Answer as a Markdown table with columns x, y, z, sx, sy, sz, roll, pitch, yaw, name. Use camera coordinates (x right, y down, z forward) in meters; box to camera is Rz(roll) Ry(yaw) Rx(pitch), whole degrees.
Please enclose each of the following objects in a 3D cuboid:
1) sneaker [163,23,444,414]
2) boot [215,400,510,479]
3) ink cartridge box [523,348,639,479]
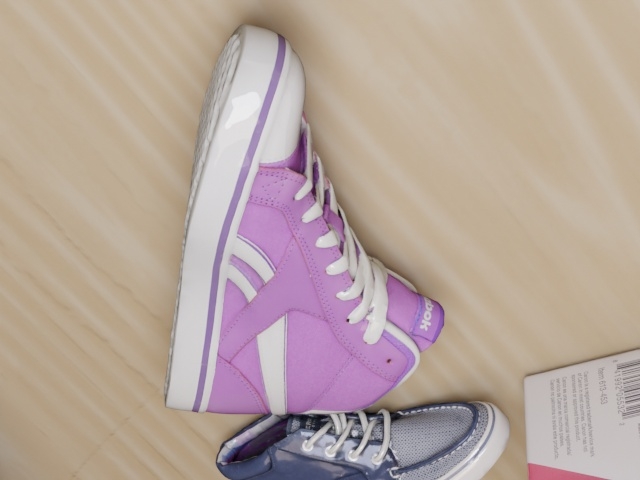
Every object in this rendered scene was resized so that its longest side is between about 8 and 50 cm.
| x | y | z | sx | sy | sz | roll | pitch | yaw | name |
| --- | --- | --- | --- | --- | --- | --- | --- | --- | --- |
| 0.000 | -0.001 | 0.806 | 0.161 | 0.102 | 0.282 | 8 | 138 | -3 | sneaker |
| 0.024 | 0.137 | 0.916 | 0.190 | 0.069 | 0.086 | -29 | 122 | 27 | boot |
| 0.248 | 0.140 | 0.829 | 0.237 | 0.172 | 0.100 | -16 | 124 | 18 | ink cartridge box |
